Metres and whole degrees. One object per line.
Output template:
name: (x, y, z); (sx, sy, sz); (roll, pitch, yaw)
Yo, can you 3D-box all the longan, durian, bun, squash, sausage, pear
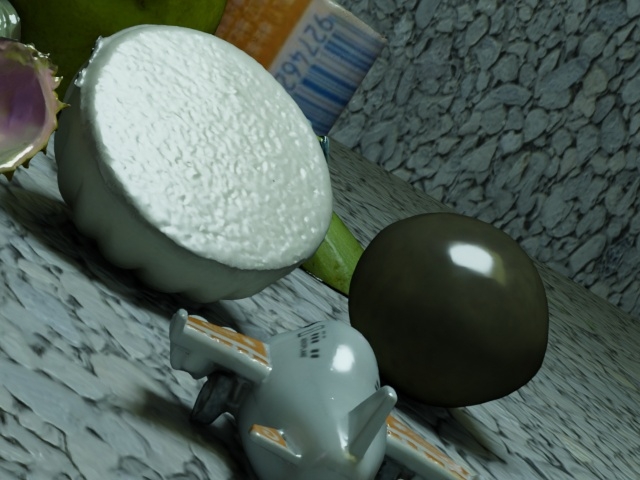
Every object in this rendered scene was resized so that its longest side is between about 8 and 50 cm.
longan: (0.124, 0.067, 1.623); (0.197, 0.196, 0.220); (29, 9, -20)
durian: (-0.303, -0.116, 1.301); (0.165, 0.132, 0.182); (38, 13, 10)
bun: (-0.136, -0.046, 1.479); (0.263, 0.175, 0.263); (21, 49, -27)
squash: (-0.002, 0.002, 1.963); (0.200, 0.075, 0.090); (52, 20, -20)
sausage: (-0.080, -0.197, 2.094); (0.233, 0.287, 0.233); (31, 9, -5)
pear: (-0.264, -0.323, 1.910); (0.352, 0.352, 0.413); (30, -25, -17)

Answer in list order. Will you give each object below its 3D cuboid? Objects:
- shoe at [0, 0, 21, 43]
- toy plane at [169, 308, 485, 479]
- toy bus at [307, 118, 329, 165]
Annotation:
shoe: (-0.446, -0.262, 1.791); (0.275, 0.103, 0.098); (29, 27, 27)
toy plane: (0.002, 0.116, 1.127); (0.245, 0.117, 0.244); (30, 9, -5)
toy bus: (-0.116, -0.077, 1.699); (0.150, 0.128, 0.262); (-8, -19, 35)
